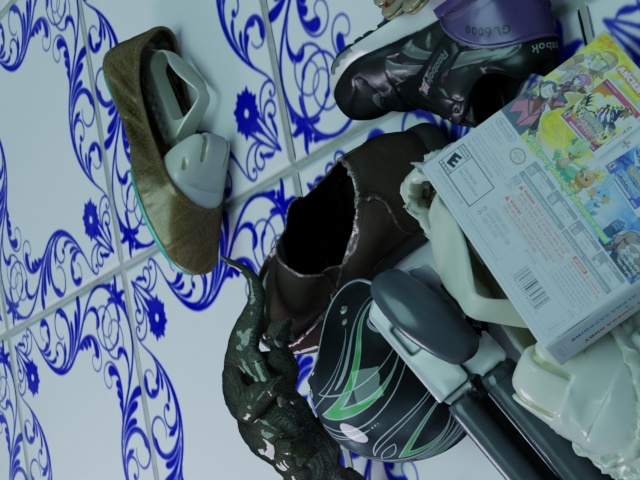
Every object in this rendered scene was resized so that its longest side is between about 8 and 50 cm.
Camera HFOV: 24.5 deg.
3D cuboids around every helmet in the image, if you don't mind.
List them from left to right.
[{"bbox_3d":[0.073,0.127,1.367,0.169,0.169,0.162,17,91,56],"label":"helmet"}]

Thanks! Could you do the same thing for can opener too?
[{"bbox_3d":[0.139,0.140,1.230,0.076,0.095,0.283,-44,77,20],"label":"can opener"}]

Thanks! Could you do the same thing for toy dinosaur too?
[{"bbox_3d":[-0.046,0.170,1.492,0.313,0.121,0.160,52,146,0],"label":"toy dinosaur"}]

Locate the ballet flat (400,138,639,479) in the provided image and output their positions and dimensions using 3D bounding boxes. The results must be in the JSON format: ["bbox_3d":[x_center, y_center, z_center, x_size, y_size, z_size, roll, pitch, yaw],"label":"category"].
[{"bbox_3d":[0.186,0.070,1.207,0.409,0.147,0.147,58,139,36],"label":"ballet flat"}]

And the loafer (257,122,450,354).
[{"bbox_3d":[0.000,0.000,1.497,0.366,0.130,0.134,-53,50,47],"label":"loafer"}]

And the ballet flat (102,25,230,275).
[{"bbox_3d":[-0.174,-0.126,1.809,0.124,0.116,0.342,-39,56,31],"label":"ballet flat"}]

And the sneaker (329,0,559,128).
[{"bbox_3d":[0.106,-0.146,1.340,0.283,0.107,0.124,-33,71,55],"label":"sneaker"}]

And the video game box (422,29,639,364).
[{"bbox_3d":[0.205,-0.037,1.147,0.187,0.048,0.205,-37,54,10],"label":"video game box"}]

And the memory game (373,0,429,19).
[{"bbox_3d":[0.110,-0.270,1.297,0.186,0.012,0.186,-43,25,26],"label":"memory game"}]
